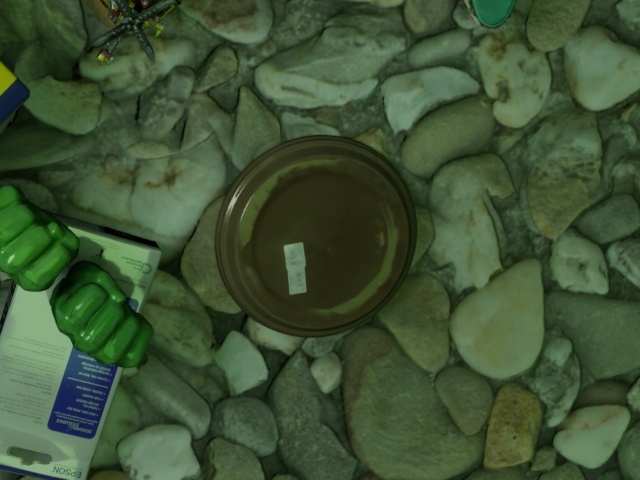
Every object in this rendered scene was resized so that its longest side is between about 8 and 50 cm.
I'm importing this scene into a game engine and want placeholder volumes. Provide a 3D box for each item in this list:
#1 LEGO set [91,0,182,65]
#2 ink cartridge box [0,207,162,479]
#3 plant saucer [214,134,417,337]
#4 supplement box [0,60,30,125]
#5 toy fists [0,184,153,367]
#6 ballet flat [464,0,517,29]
[{"bbox_3d":[-0.226,-0.384,1.671,0.255,0.192,0.331,-36,118,-7],"label":"LEGO set"},{"bbox_3d":[-0.331,0.138,1.870,0.165,0.065,0.332,17,98,-19],"label":"ink cartridge box"},{"bbox_3d":[0.000,0.000,1.937,0.278,0.041,0.277,-4,106,-14],"label":"plant saucer"},{"bbox_3d":[-0.528,-0.229,1.630,0.195,0.194,0.356,-47,115,-9],"label":"supplement box"},{"bbox_3d":[-0.307,0.043,1.745,0.096,0.142,0.279,-40,110,-3],"label":"toy fists"},{"bbox_3d":[0.209,-0.392,1.871,0.091,0.077,0.241,-8,108,-12],"label":"ballet flat"}]
